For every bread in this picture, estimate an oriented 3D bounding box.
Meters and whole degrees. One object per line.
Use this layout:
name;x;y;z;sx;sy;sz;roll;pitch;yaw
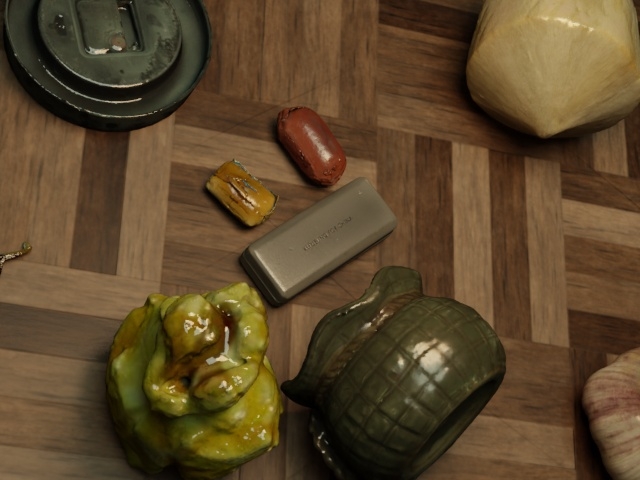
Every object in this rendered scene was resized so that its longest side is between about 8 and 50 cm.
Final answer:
bread;-0.116;-0.071;2.042;0.106;0.053;0.072;41;55;7

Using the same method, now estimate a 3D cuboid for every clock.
clock;-0.325;-0.315;2.065;0.319;0.066;0.319;9;64;-18

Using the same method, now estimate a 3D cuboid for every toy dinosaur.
toy dinosaur;-0.470;0.046;1.861;0.058;0.037;0.180;37;58;4

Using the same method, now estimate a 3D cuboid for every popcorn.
popcorn;-0.157;0.186;1.794;0.276;0.276;0.225;38;54;-2

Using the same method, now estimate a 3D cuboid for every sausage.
sausage;-0.013;-0.149;2.107;0.076;0.076;0.141;-27;78;-29

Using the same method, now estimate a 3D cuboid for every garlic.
garlic;0.545;0.264;2.036;0.245;0.253;0.245;11;65;-26

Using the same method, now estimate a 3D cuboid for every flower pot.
flower pot;0.101;0.199;1.883;0.302;0.302;0.213;-36;69;-30

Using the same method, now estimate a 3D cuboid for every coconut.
coconut;0.380;-0.296;2.200;0.329;0.329;0.329;8;64;-18

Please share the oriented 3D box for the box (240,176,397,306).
box;0.000;0.000;2.053;0.243;0.055;0.103;-32;81;-30
